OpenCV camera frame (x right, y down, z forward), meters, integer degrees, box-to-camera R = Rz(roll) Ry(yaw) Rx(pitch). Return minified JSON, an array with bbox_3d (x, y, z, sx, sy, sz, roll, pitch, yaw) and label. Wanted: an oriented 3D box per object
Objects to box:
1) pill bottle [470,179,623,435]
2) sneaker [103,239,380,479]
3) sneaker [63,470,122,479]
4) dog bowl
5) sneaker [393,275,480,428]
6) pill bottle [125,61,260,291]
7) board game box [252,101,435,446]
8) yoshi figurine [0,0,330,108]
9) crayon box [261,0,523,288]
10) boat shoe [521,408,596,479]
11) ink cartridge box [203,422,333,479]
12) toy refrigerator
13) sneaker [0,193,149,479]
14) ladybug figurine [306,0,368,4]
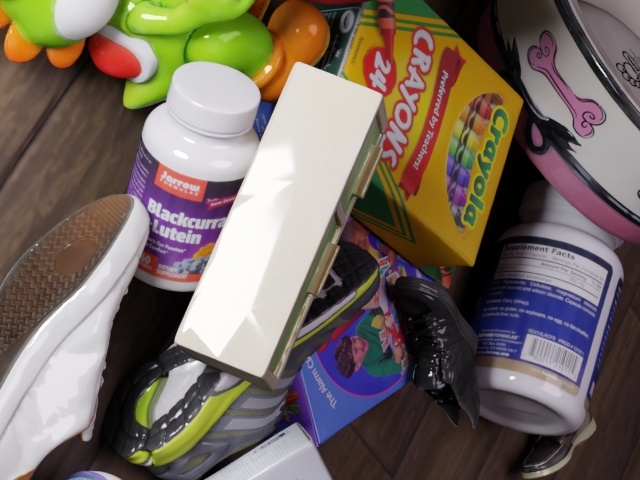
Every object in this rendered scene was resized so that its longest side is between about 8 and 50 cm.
[{"bbox_3d":[0.255,0.073,2.185,0.153,0.153,0.264,40,61,-41],"label":"pill bottle"},{"bbox_3d":[-0.063,0.115,1.822,0.300,0.111,0.121,-39,140,-4],"label":"sneaker"},{"bbox_3d":[-0.287,0.313,1.588,0.236,0.130,0.323,37,69,-47],"label":"sneaker"},{"bbox_3d":[0.341,-0.170,2.176,0.408,0.150,0.408,34,35,-29],"label":"dog bowl"},{"bbox_3d":[0.119,0.115,1.989,0.170,0.051,0.089,47,52,-41],"label":"sneaker"},{"bbox_3d":[-0.115,-0.059,1.742,0.108,0.108,0.193,-26,143,-46],"label":"pill bottle"},{"bbox_3d":[0.000,0.000,1.955,0.233,0.078,0.347,-29,111,-45],"label":"board game box"},{"bbox_3d":[-0.156,-0.252,1.717,0.362,0.203,0.203,12,64,-44],"label":"yoshi figurine"},{"bbox_3d":[0.094,-0.109,1.943,0.318,0.081,0.202,38,62,-42],"label":"crayon box"},{"bbox_3d":[0.274,0.231,2.283,0.152,0.056,0.049,-37,112,-53],"label":"boat shoe"},{"bbox_3d":[-0.068,0.316,1.854,0.224,0.045,0.223,-31,123,-10],"label":"ink cartridge box"},{"bbox_3d":[-0.028,-0.009,1.713,0.102,0.094,0.269,70,42,-77],"label":"toy refrigerator"},{"bbox_3d":[-0.227,0.096,1.692,0.290,0.106,0.123,-57,132,-18],"label":"sneaker"},{"bbox_3d":[-0.047,-0.324,1.631,0.162,0.305,0.449,-48,145,14],"label":"ladybug figurine"}]
